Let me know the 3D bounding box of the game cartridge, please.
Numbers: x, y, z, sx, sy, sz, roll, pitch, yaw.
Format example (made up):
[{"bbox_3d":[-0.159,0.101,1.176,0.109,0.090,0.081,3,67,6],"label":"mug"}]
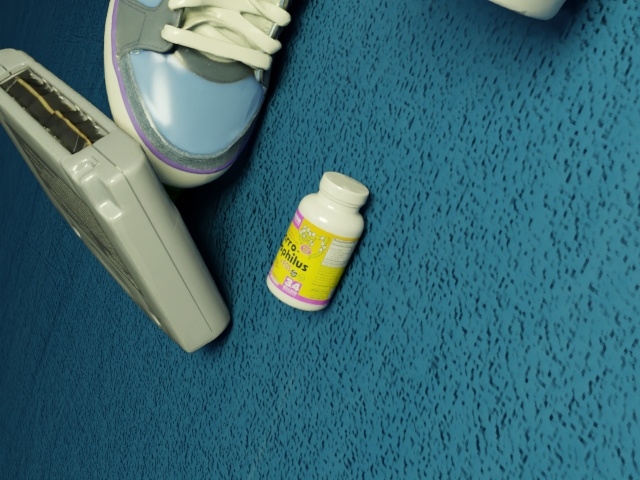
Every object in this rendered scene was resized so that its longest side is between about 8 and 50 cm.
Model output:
[{"bbox_3d":[-0.183,-0.035,0.688,0.294,0.060,0.196,36,152,44],"label":"game cartridge"}]

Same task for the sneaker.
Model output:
[{"bbox_3d":[-0.050,-0.216,0.581,0.236,0.130,0.322,-21,58,58],"label":"sneaker"}]

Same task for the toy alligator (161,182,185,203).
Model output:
[{"bbox_3d":[-0.131,-0.074,0.743,0.051,0.056,0.190,50,134,1],"label":"toy alligator"}]

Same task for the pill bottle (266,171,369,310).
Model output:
[{"bbox_3d":[0.000,0.000,0.522,0.043,0.043,0.083,51,123,51],"label":"pill bottle"}]

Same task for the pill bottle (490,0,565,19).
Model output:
[{"bbox_3d":[0.112,-0.233,0.319,0.264,0.153,0.153,-60,37,28],"label":"pill bottle"}]
